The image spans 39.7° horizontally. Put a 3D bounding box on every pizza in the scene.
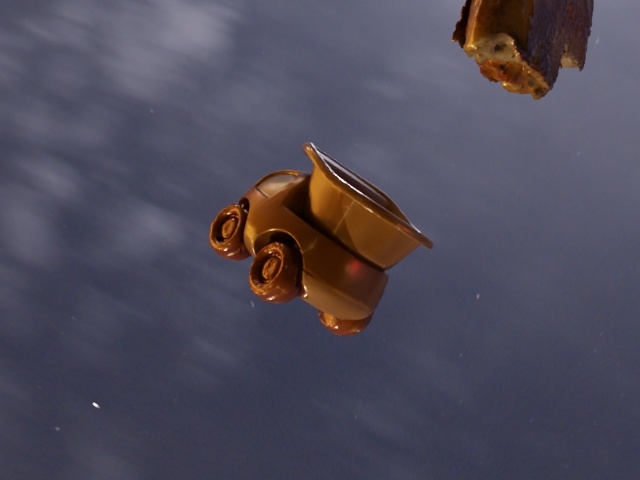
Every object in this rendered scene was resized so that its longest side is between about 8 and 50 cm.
[{"bbox_3d":[0.226,-0.244,0.967,0.085,0.161,0.305,1,-156,33],"label":"pizza"}]

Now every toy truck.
[{"bbox_3d":[0.000,0.000,1.252,0.211,0.204,0.288,-54,-141,6],"label":"toy truck"}]
